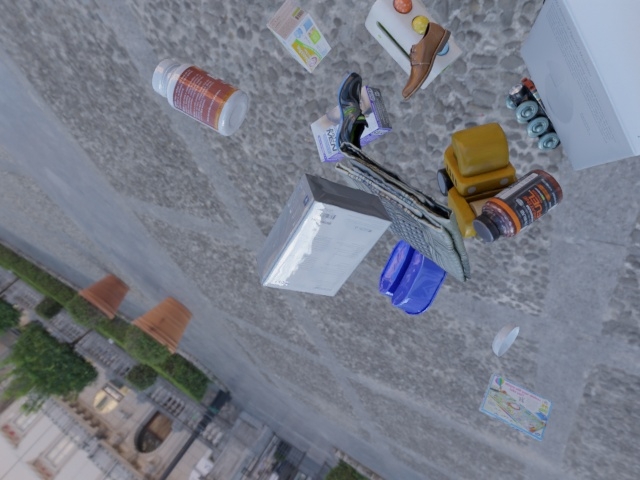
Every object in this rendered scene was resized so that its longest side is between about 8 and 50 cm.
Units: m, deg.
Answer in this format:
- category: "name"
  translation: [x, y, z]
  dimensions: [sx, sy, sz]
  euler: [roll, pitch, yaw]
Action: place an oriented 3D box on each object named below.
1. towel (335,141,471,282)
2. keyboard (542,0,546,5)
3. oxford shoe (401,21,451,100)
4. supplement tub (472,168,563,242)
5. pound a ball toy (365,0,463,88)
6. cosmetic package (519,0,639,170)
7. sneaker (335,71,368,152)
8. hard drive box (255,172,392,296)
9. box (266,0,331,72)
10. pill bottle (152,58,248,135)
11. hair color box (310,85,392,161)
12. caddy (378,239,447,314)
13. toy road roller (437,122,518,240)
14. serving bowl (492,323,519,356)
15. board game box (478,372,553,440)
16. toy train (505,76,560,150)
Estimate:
- category: "towel"
  translation: [0.180, -0.050, 0.896]
  dimensions: [0.312, 0.056, 0.324]
  euler: [43, 177, 36]
- category: "keyboard"
  translation: [0.744, -0.732, 1.200]
  dimensions: [0.202, 0.316, 0.033]
  euler: [12, 178, -3]
- category: "oxford shoe"
  translation: [0.263, -0.478, 1.101]
  dimensions: [0.076, 0.212, 0.076]
  euler: [25, -178, -16]
- category: "supplement tub"
  translation: [0.465, -0.076, 0.985]
  dimensions: [0.106, 0.198, 0.106]
  euler: [54, 177, 4]
- category: "pound a ball toy"
  translation: [0.291, -0.651, 1.220]
  dimensions: [0.319, 0.208, 0.136]
  euler: [48, 168, -3]
- category: "cosmetic package"
  translation: [0.395, -0.228, 0.546]
  dimensions: [0.138, 0.225, 0.223]
  euler: [-24, 88, 18]
- category: "sneaker"
  translation: [0.082, -0.297, 0.972]
  dimensions: [0.078, 0.067, 0.188]
  euler: [16, 108, 43]
- category: "hard drive box"
  translation: [0.000, 0.000, 0.833]
  dimensions: [0.181, 0.089, 0.232]
  euler: [14, 127, -30]
- category: "box"
  translation: [-0.067, -0.674, 1.367]
  dimensions: [0.103, 0.114, 0.203]
  euler: [47, -168, 21]
- category: "pill bottle"
  translation: [-0.301, -0.363, 1.030]
  dimensions: [0.216, 0.121, 0.121]
  euler: [29, 150, 4]
- category: "hair color box"
  translation: [0.122, -0.482, 1.747]
  dimensions: [0.339, 0.110, 0.185]
  euler: [-22, 82, 43]
- category: "caddy"
  translation: [0.407, 0.151, 1.755]
  dimensions: [0.179, 0.341, 0.241]
  euler: [16, -164, -28]
- category: "toy road roller"
  translation: [0.476, -0.187, 1.209]
  dimensions: [0.203, 0.329, 0.240]
  euler: [-15, 138, 4]
- category: "serving bowl"
  translation: [0.423, 0.226, 0.951]
  dimensions: [0.027, 0.083, 0.083]
  euler: [37, 156, 39]
- category: "board game box"
  translation: [0.505, 0.429, 1.065]
  dimensions: [0.154, 0.103, 0.026]
  euler: [24, 160, 18]
- category: "toy train"
  translation: [0.824, -0.475, 1.498]
  dimensions: [0.334, 0.142, 0.190]
  euler: [35, 122, -30]
